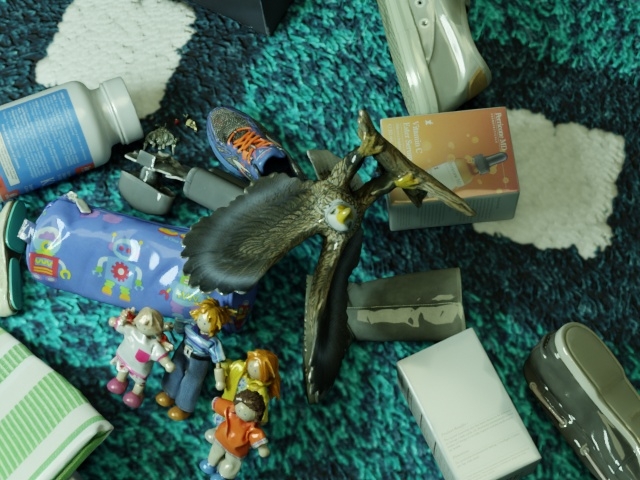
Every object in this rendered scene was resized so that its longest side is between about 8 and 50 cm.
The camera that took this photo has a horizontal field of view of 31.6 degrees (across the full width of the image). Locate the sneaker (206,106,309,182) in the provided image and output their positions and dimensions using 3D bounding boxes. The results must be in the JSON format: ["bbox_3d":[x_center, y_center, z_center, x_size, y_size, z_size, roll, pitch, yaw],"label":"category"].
[{"bbox_3d":[-0.074,-0.110,1.536,0.083,0.087,0.221,-42,72,-13],"label":"sneaker"}]

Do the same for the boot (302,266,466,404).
[{"bbox_3d":[0.082,0.121,1.450,0.208,0.076,0.190,4,70,-2],"label":"boot"}]

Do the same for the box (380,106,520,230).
[{"bbox_3d":[0.170,-0.095,1.513,0.170,0.091,0.130,-7,68,1],"label":"box"}]

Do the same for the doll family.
[{"bbox_3d":[-0.137,0.163,1.394,0.263,0.163,0.118,36,31,19],"label":"doll family"}]

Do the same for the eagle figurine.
[{"bbox_3d":[-0.002,-0.003,1.345,0.226,0.225,0.298,36,84,28],"label":"eagle figurine"}]

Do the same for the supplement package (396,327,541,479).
[{"bbox_3d":[0.176,0.216,1.378,0.105,0.105,0.179,-24,69,-5],"label":"supplement package"}]

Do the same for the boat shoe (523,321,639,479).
[{"bbox_3d":[0.367,0.256,1.371,0.112,0.095,0.335,-16,67,-42],"label":"boat shoe"}]

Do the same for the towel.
[{"bbox_3d":[-0.423,0.238,1.375,0.325,0.038,0.248,26,67,41],"label":"towel"}]

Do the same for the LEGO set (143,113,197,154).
[{"bbox_3d":[-0.215,-0.152,1.596,0.054,0.023,0.083,37,75,17],"label":"LEGO set"}]

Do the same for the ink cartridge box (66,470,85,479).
[{"bbox_3d":[-0.354,0.343,1.345,0.175,0.072,0.127,-45,30,-13],"label":"ink cartridge box"}]

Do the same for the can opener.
[{"bbox_3d":[-0.152,-0.049,1.508,0.283,0.076,0.095,27,104,28],"label":"can opener"}]

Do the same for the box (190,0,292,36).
[{"bbox_3d":[-0.137,-0.507,1.653,0.294,0.183,0.296,25,72,12],"label":"box"}]

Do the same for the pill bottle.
[{"bbox_3d":[-0.361,-0.145,1.545,0.221,0.124,0.124,-21,68,-9],"label":"pill bottle"}]

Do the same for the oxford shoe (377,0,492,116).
[{"bbox_3d":[0.138,-0.379,1.594,0.130,0.169,0.449,-14,75,1],"label":"oxford shoe"}]

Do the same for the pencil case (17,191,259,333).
[{"bbox_3d":[-0.229,0.025,1.469,0.306,0.119,0.133,14,111,8],"label":"pencil case"}]

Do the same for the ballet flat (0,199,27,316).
[{"bbox_3d":[-0.430,0.021,1.524,0.052,0.057,0.168,-7,67,11],"label":"ballet flat"}]
